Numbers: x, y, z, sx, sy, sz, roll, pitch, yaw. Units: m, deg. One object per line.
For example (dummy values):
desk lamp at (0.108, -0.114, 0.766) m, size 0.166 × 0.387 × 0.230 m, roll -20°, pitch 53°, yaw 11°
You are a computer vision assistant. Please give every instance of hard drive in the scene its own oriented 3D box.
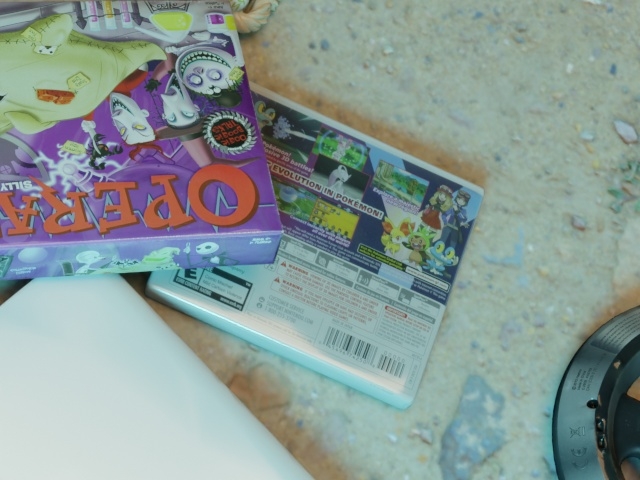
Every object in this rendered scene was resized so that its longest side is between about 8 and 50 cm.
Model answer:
hard drive at (-0.118, 0.179, 1.050) m, size 0.318 × 0.040 × 0.210 m, roll 46°, pitch 62°, yaw 5°

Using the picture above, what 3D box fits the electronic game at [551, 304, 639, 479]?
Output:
electronic game at (0.272, 0.151, 1.181) m, size 0.229 × 0.048 × 0.229 m, roll 6°, pitch 67°, yaw -15°

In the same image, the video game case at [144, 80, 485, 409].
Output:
video game case at (0.000, 0.000, 1.176) m, size 0.201 × 0.023 × 0.183 m, roll 24°, pitch 63°, yaw -5°

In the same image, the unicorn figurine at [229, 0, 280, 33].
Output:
unicorn figurine at (-0.098, -0.209, 1.213) m, size 0.162 × 0.060 × 0.111 m, roll 31°, pitch 61°, yaw -3°

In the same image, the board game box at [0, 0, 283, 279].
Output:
board game box at (-0.212, -0.069, 1.098) m, size 0.347 × 0.056 × 0.208 m, roll -3°, pitch 61°, yaw -17°
